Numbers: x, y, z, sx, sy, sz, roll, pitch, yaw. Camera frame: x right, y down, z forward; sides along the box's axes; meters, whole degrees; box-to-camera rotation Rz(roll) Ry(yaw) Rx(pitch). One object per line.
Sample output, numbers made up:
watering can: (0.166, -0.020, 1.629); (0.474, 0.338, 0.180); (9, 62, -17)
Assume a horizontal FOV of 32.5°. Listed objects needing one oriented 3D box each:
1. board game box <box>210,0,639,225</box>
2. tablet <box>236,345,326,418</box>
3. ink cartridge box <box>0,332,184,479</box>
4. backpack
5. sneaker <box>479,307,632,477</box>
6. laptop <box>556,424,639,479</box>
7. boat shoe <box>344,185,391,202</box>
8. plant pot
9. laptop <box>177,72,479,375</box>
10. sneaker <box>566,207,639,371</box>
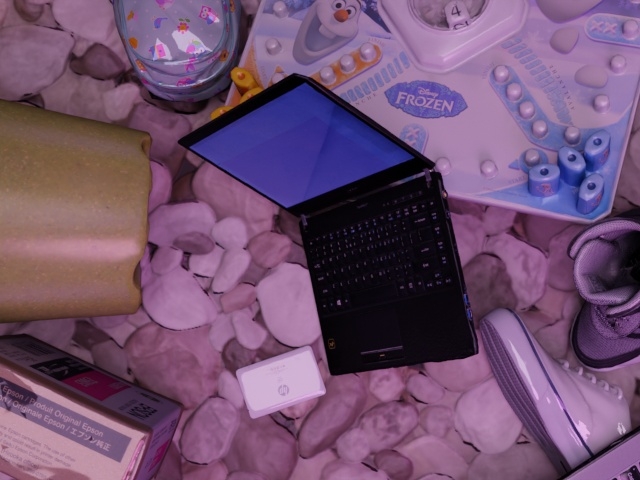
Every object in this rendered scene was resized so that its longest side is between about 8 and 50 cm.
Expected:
board game box: (0.126, -0.237, 1.062); (0.390, 0.050, 0.390); (13, 75, 18)
tablet: (-0.041, 0.147, 1.142); (0.083, 0.006, 0.054); (-19, 86, -1)
ink cartridge box: (-0.242, 0.165, 1.026); (0.193, 0.234, 0.088); (23, 87, 1)
backpack: (-0.149, -0.232, 1.110); (0.152, 0.115, 0.182); (-10, 77, 4)
sneaker: (0.255, 0.167, 1.107); (0.091, 0.094, 0.258); (-34, 96, -11)
laptop: (0.417, 0.350, 0.975); (0.408, 0.236, 0.382); (-31, 98, -5)
boat shoe: (0.126, -0.148, 1.116); (0.319, 0.099, 0.116); (-35, 87, -2)
plant pot: (-0.292, -0.026, 1.045); (0.254, 0.276, 0.276); (4, 86, -10)
laptop: (0.000, 0.000, 1.024); (0.137, 0.234, 0.264); (-9, 85, -34)
sneaker: (0.279, 0.044, 1.020); (0.153, 0.268, 0.101); (-10, 58, -32)
